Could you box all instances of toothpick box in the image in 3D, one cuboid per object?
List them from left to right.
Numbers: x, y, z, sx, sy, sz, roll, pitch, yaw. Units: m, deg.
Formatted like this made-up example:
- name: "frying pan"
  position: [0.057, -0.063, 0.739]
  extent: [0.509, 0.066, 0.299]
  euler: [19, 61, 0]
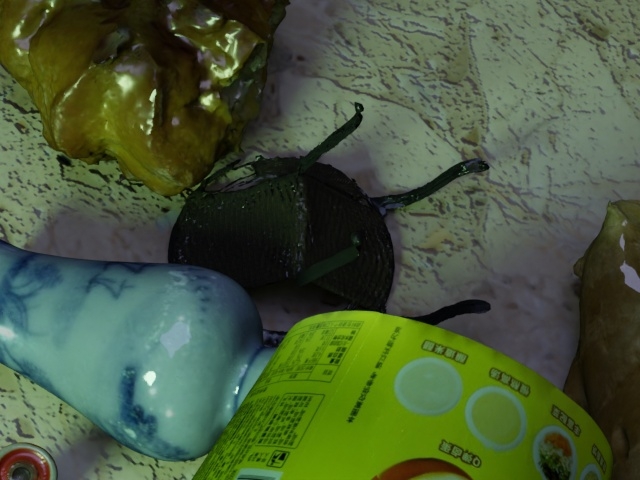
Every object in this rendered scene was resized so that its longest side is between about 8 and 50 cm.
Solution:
- name: "toothpick box"
  position: [-0.209, 0.176, 1.148]
  extent: [0.047, 0.083, 0.047]
  euler: [6, 61, -12]

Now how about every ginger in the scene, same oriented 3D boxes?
- name: "ginger"
  position: [0.232, 0.170, 1.140]
  extent: [0.363, 0.122, 0.348]
  euler: [-53, 37, 9]

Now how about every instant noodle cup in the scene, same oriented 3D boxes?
- name: "instant noodle cup"
  position: [0.042, 0.200, 1.028]
  extent: [0.311, 0.311, 0.221]
  euler: [22, 63, 9]

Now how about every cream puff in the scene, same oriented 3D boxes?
- name: "cream puff"
  position: [-0.136, -0.153, 1.289]
  extent: [0.241, 0.155, 0.269]
  euler: [-13, 54, -10]

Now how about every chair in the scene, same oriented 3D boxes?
- name: "chair"
  position: [0.000, 0.000, 1.250]
  extent: [0.213, 0.149, 0.174]
  euler: [-18, 59, 36]

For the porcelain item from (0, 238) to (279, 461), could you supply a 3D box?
- name: "porcelain item"
  position: [-0.144, 0.071, 1.181]
  extent: [0.259, 0.141, 0.141]
  euler: [19, 63, 17]
